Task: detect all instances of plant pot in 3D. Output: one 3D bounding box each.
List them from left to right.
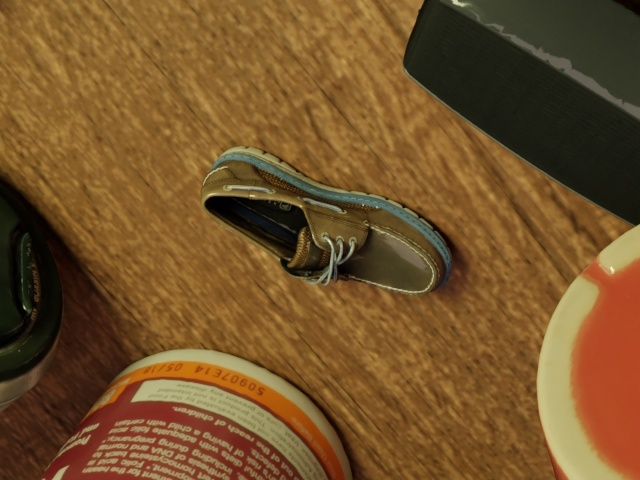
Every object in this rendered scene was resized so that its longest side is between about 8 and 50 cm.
[{"bbox_3d":[0.249,0.116,0.892,0.275,0.275,0.243,-8,149,24],"label":"plant pot"}]

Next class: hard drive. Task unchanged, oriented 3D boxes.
[{"bbox_3d":[0.167,-0.078,0.933,0.254,0.054,0.172,32,165,2],"label":"hard drive"}]

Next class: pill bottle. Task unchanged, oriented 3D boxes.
[{"bbox_3d":[-0.135,0.270,1.105,0.224,0.392,0.224,9,122,15],"label":"pill bottle"}]

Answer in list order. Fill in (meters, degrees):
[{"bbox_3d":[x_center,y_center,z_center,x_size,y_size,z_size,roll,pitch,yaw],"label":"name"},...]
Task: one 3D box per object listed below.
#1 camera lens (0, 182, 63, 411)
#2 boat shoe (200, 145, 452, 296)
[{"bbox_3d":[-0.341,0.072,1.167,0.219,0.219,0.274,46,124,-10],"label":"camera lens"},{"bbox_3d":[0.000,0.000,1.090,0.183,0.066,0.066,22,125,7],"label":"boat shoe"}]
